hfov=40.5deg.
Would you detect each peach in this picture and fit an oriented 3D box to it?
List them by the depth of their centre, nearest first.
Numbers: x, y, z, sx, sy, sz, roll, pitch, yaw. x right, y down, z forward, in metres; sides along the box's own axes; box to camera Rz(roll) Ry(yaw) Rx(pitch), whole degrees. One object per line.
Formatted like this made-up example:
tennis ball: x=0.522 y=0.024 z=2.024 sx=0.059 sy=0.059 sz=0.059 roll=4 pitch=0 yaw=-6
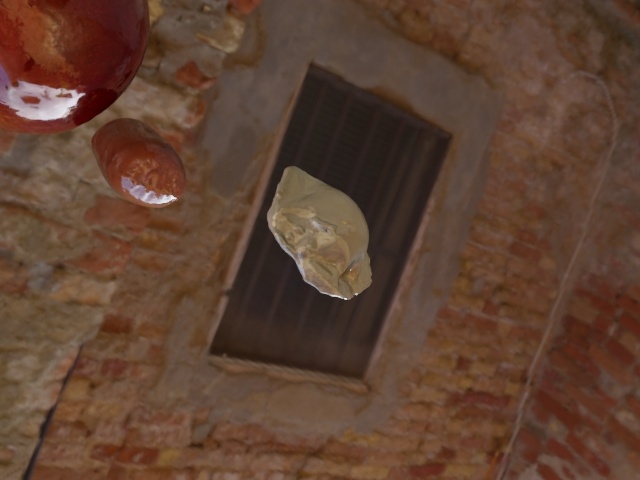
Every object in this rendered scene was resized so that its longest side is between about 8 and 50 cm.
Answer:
peach: x=-0.255 y=-0.213 z=0.760 sx=0.200 sy=0.243 sz=0.243 roll=-20 pitch=-167 yaw=-8

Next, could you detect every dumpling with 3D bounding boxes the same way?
dumpling: x=0.000 y=0.000 z=1.294 sx=0.124 sy=0.151 sz=0.229 roll=-23 pitch=117 yaw=42

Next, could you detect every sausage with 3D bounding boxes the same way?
sausage: x=-0.184 y=-0.079 z=0.865 sx=0.077 sy=0.077 sz=0.194 roll=20 pitch=-170 yaw=-26
